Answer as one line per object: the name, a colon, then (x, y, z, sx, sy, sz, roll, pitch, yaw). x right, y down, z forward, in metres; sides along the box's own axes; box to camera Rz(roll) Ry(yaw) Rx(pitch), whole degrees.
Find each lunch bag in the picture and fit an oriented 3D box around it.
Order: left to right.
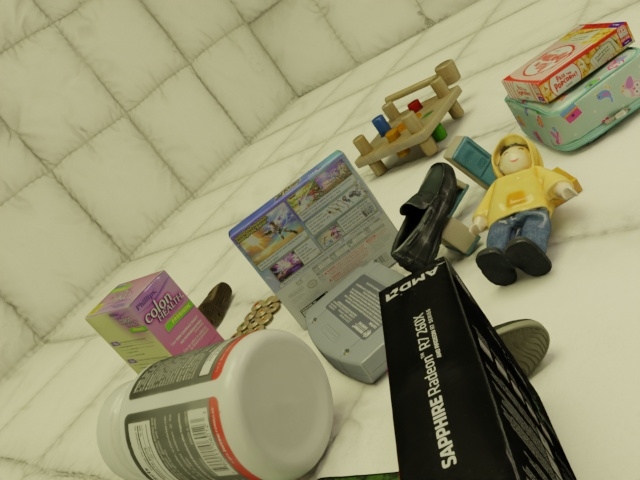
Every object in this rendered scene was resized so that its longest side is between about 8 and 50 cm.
lunch bag: (0.506, -0.285, 1.260, 0.224, 0.108, 0.279, -33, 19, 6)

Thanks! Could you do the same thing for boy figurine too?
boy figurine: (0.322, -0.064, 1.034, 0.177, 0.092, 0.285, -21, 37, 39)

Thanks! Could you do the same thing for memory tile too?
memory tile: (-0.141, 0.175, 1.463, 0.113, 0.012, 0.148, -21, 24, 38)

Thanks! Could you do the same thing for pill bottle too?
pill bottle: (-0.175, 0.271, 0.997, 0.363, 0.210, 0.210, -21, 25, 38)

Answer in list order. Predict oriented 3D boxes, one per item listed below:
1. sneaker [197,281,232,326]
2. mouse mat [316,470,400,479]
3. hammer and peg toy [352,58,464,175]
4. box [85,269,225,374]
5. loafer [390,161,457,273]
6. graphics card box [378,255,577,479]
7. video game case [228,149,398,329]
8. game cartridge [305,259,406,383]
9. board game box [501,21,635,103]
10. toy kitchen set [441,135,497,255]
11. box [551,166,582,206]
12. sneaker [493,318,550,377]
sneaker: (-0.280, 0.181, 1.643, 0.071, 0.066, 0.188, -45, 7, 31)
mouse mat: (0.033, 0.344, 0.776, 0.190, 0.007, 0.152, -23, 24, 38)
hammer and peg toy: (0.259, -0.336, 1.781, 0.266, 0.127, 0.361, -19, 26, 47)
box: (-0.350, 0.204, 1.409, 0.213, 0.243, 0.117, -17, 28, 47)
loafer: (0.178, -0.050, 1.118, 0.076, 0.078, 0.223, -23, 41, 56)
graphics card box: (0.155, 0.194, 0.567, 0.094, 0.233, 0.371, -32, 20, 16)
video game case: (0.000, 0.000, 1.266, 0.269, 0.244, 0.061, -37, 19, 0)
game cartridge: (0.079, 0.134, 1.115, 0.196, 0.060, 0.294, -36, 18, -8)
board game box: (0.459, -0.334, 1.216, 0.193, 0.045, 0.147, -36, 19, 0)
toy kitchen set: (0.283, -0.075, 1.203, 0.207, 0.122, 0.166, -59, 21, -2)
box: (0.371, -0.070, 1.117, 0.136, 0.028, 0.081, -36, 19, 10)
sneaker: (0.181, 0.152, 0.844, 0.222, 0.083, 0.118, -34, 19, 11)
